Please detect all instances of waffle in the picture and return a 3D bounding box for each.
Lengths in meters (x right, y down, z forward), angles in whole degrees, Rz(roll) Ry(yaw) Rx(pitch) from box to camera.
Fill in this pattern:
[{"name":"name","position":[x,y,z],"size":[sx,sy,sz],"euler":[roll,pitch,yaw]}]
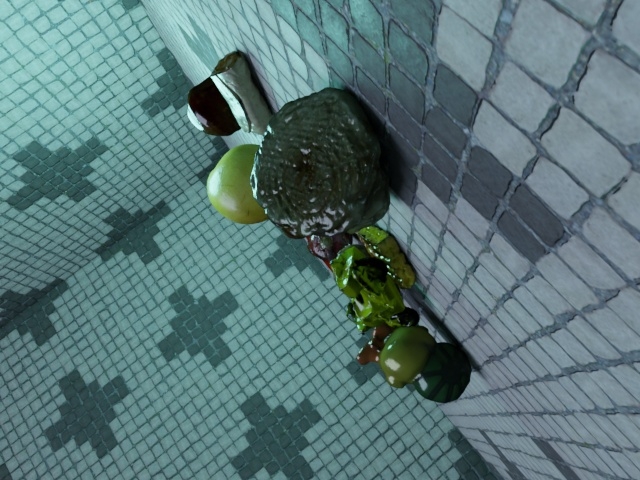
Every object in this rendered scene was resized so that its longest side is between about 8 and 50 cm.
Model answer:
[{"name":"waffle","position":[0.199,0.057,1.451],"size":[0.211,0.055,0.160],"euler":[55,173,-21]}]

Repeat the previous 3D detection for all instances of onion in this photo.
[{"name":"onion","position":[0.044,-0.003,1.861],"size":[0.160,0.159,0.195],"euler":[52,-168,4]}]

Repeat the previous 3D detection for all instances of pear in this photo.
[{"name":"pear","position":[-0.293,-0.230,2.125],"size":[0.348,0.348,0.348],"euler":[51,174,8]}]

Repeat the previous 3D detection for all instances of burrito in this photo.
[{"name":"burrito","position":[-0.235,-0.447,1.557],"size":[0.143,0.105,0.299],"euler":[37,166,32]}]

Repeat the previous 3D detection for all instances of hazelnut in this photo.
[{"name":"hazelnut","position":[-0.367,-0.468,1.824],"size":[0.217,0.234,0.218],"euler":[17,141,14]}]

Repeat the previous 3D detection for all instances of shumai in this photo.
[{"name":"shumai","position":[0.046,-0.144,1.063],"size":[0.263,0.304,0.309],"euler":[4,-145,-49]}]

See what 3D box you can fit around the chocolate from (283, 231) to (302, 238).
[{"name":"chocolate","position":[-0.094,-0.081,2.280],"size":[0.177,0.176,0.177],"euler":[51,174,8]}]

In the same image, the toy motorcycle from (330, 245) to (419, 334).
[{"name":"toy motorcycle","position":[0.141,0.156,1.472],"size":[0.342,0.205,0.142],"euler":[54,-153,-40]}]

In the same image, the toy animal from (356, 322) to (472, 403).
[{"name":"toy animal","position":[0.300,0.367,1.591],"size":[0.338,0.216,0.191],"euler":[27,158,15]}]

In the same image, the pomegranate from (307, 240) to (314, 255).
[{"name":"pomegranate","position":[0.003,-0.003,2.374],"size":[0.129,0.129,0.160],"euler":[65,-151,-65]}]

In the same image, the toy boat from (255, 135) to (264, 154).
[{"name":"toy boat","position":[-0.181,-0.327,1.807],"size":[0.175,0.110,0.091],"euler":[55,173,-13]}]

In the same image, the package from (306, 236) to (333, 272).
[{"name":"package","position":[0.081,0.069,2.102],"size":[0.424,0.123,0.196],"euler":[52,172,-14]}]

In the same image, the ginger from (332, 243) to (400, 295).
[{"name":"ginger","position":[0.146,0.135,1.775],"size":[0.256,0.176,0.375],"euler":[48,176,2]}]
